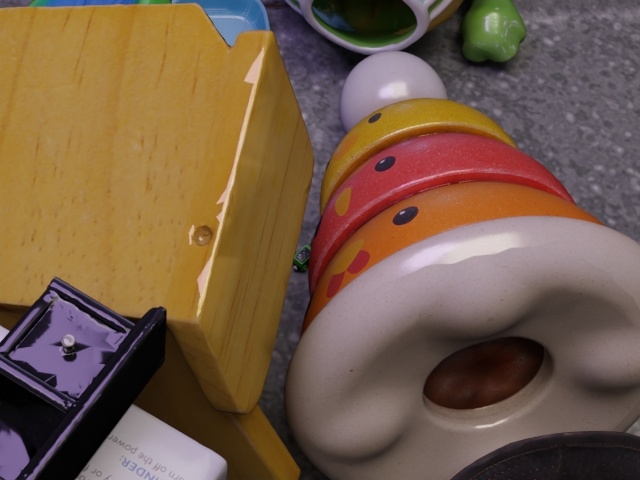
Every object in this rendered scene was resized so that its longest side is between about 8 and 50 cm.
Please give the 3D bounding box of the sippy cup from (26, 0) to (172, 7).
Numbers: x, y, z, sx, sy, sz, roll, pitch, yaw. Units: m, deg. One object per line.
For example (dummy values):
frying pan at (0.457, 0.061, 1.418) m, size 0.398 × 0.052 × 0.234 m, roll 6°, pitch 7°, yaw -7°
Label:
sippy cup at (-0.182, -0.115, 1.210) m, size 0.240 × 0.224 × 0.305 m, roll -31°, pitch 39°, yaw 19°

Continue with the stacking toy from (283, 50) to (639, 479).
stacking toy at (0.101, -0.016, 1.226) m, size 0.350 × 0.351 × 0.480 m, roll -5°, pitch 43°, yaw -11°

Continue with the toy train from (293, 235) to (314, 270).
toy train at (0.000, 0.000, 1.309) m, size 0.017 × 0.024 × 0.083 m, roll 38°, pitch 63°, yaw 13°

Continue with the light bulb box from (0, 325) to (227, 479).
light bulb box at (-0.258, 0.308, 0.903) m, size 0.225 × 0.358 × 0.361 m, roll 28°, pitch 61°, yaw 11°

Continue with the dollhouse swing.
dollhouse swing at (-0.163, 0.023, 1.035) m, size 0.346 × 0.305 × 0.315 m, roll 3°, pitch 68°, yaw 25°

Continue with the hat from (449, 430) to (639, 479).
hat at (0.217, 0.275, 1.096) m, size 0.331 × 0.331 × 0.134 m, roll 6°, pitch 22°, yaw -5°

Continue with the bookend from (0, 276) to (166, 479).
bookend at (-0.204, 0.079, 0.796) m, size 0.156 × 0.072 × 0.157 m, roll 30°, pitch 58°, yaw 11°

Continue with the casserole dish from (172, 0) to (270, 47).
casserole dish at (-0.111, -0.202, 1.399) m, size 0.114 × 0.037 × 0.188 m, roll -3°, pitch 62°, yaw -11°

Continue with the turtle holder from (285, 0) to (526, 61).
turtle holder at (0.071, -0.314, 1.400) m, size 0.243 × 0.320 × 0.227 m, roll -9°, pitch 57°, yaw 23°
